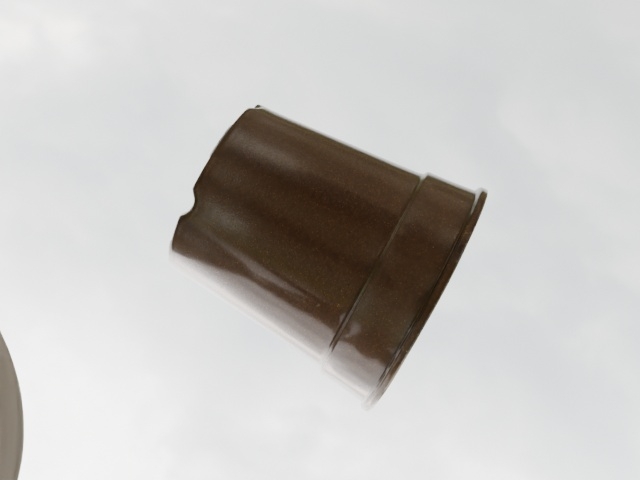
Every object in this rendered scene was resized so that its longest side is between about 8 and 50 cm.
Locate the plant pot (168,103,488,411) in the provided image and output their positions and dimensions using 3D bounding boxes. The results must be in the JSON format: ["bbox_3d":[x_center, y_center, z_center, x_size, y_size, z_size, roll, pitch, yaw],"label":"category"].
[{"bbox_3d":[0.000,0.000,0.595,0.165,0.167,0.167,29,-144,3],"label":"plant pot"}]

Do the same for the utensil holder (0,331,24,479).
[{"bbox_3d":[-0.431,0.191,0.585,0.327,0.385,0.328,29,-143,-25],"label":"utensil holder"}]
